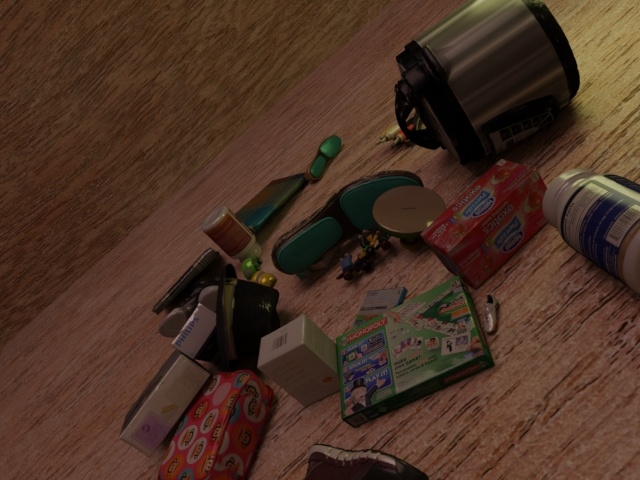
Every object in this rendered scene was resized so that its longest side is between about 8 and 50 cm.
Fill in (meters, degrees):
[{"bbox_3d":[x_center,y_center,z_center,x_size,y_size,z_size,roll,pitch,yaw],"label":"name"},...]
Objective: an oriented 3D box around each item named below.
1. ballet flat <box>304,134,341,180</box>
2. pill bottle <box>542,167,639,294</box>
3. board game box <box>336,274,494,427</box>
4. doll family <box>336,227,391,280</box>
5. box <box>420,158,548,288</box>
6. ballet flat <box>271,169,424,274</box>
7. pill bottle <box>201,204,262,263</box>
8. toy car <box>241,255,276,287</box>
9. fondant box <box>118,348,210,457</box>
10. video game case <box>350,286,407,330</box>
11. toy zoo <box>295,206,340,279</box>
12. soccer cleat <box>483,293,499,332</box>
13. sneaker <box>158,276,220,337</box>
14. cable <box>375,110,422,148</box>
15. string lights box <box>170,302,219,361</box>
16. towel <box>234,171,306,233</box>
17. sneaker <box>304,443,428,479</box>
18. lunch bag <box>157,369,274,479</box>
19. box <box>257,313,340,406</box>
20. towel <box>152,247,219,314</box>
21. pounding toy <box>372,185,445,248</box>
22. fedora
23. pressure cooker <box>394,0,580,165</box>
[{"bbox_3d":[0.003,-0.324,2.154,0.232,0.080,0.073,-56,15,-28],"label":"ballet flat"},{"bbox_3d":[0.512,-0.028,0.947,0.153,0.153,0.265,-39,27,7],"label":"pill bottle"},{"bbox_3d":[0.177,0.225,1.124,0.317,0.046,0.214,-31,33,21],"label":"board game box"},{"bbox_3d":[0.114,0.039,1.458,0.193,0.076,0.111,-57,19,22],"label":"doll family"},{"bbox_3d":[0.365,-0.039,1.186,0.257,0.128,0.122,-42,27,-1],"label":"box"},{"bbox_3d":[0.062,-0.075,1.590,0.482,0.164,0.182,-32,21,9],"label":"ballet flat"},{"bbox_3d":[-0.311,-0.012,1.952,0.121,0.216,0.121,-32,28,19],"label":"pill bottle"},{"bbox_3d":[-0.248,0.122,1.851,0.239,0.053,0.225,-31,29,21],"label":"toy car"},{"bbox_3d":[-0.418,0.419,1.471,0.238,0.096,0.330,-54,8,-16],"label":"fondant box"},{"bbox_3d":[0.131,0.183,1.298,0.119,0.015,0.166,-12,39,44],"label":"video game case"},{"bbox_3d":[0.000,0.000,1.725,0.192,0.030,0.293,-4,45,50],"label":"toy zoo"},{"bbox_3d":[0.330,0.142,1.070,0.029,0.036,0.083,-17,36,40],"label":"soccer cleat"},{"bbox_3d":[-0.447,0.227,1.920,0.268,0.101,0.153,-35,26,2],"label":"sneaker"},{"bbox_3d":[0.315,-0.413,1.867,0.287,0.072,0.139,-51,33,-17],"label":"cable"},{"bbox_3d":[-0.327,0.267,1.553,0.133,0.076,0.260,-57,-7,-12],"label":"string lights box"},{"bbox_3d":[-0.222,-0.143,2.172,0.271,0.040,0.370,-4,35,50],"label":"towel"},{"bbox_3d":[0.059,0.448,0.933,0.281,0.106,0.163,-22,38,52],"label":"sneaker"},{"bbox_3d":[-0.260,0.458,1.301,0.258,0.120,0.293,-19,35,39],"label":"lunch bag"},{"bbox_3d":[-0.035,0.270,1.220,0.130,0.170,0.091,-31,30,21],"label":"box"},{"bbox_3d":[-0.503,0.150,2.079,0.312,0.056,0.324,-48,8,-8],"label":"towel"},{"bbox_3d":[0.250,-0.036,1.397,0.236,0.110,0.183,21,52,30],"label":"pounding toy"},{"bbox_3d":[-0.184,0.211,1.487,0.152,0.334,0.334,-2,33,-1],"label":"fedora"},{"bbox_3d":[0.391,-0.404,1.425,0.420,0.370,0.376,-32,25,12],"label":"pressure cooker"}]
